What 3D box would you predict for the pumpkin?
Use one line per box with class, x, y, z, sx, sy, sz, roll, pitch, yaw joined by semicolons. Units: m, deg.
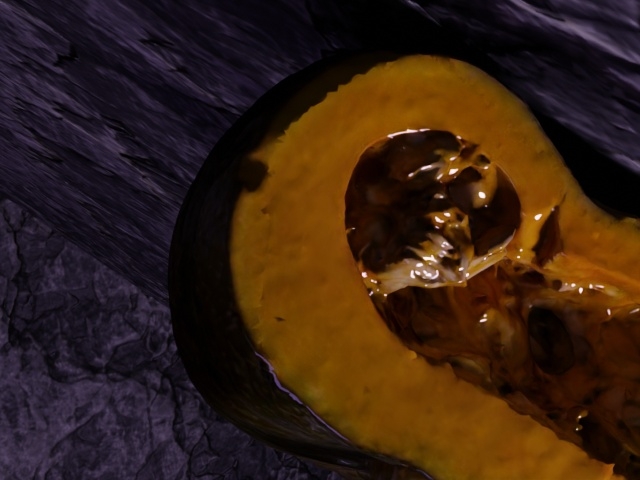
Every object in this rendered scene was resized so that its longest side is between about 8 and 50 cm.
pumpkin;0.068;0.065;0.776;0.317;0.222;0.139;35;171;-17
